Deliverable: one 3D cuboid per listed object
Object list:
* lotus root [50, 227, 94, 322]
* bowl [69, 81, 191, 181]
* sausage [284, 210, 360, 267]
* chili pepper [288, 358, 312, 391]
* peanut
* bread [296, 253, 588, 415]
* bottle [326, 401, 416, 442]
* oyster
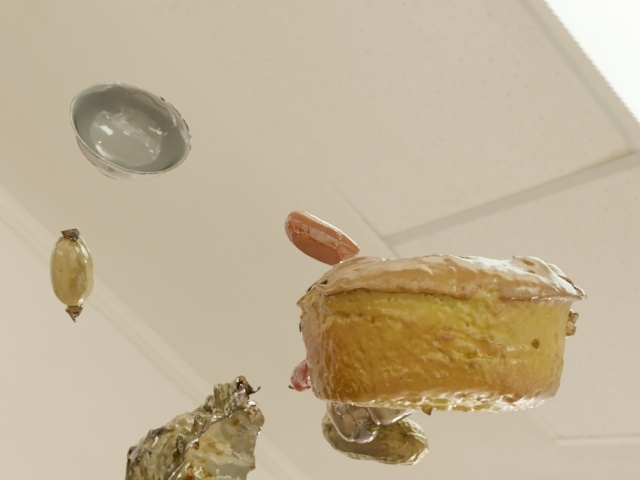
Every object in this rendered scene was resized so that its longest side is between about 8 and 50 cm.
[{"bbox_3d":[-0.388,0.051,1.377,0.062,0.073,0.150,1,-74,1],"label":"lotus root"},{"bbox_3d":[-0.300,-0.148,1.359,0.189,0.189,0.086,36,-47,0],"label":"bowl"},{"bbox_3d":[0.000,0.000,1.939,0.179,0.089,0.089,29,-32,-3],"label":"sausage"},{"bbox_3d":[-0.019,0.239,1.602,0.050,0.059,0.191,60,-30,17],"label":"chili pepper"},{"bbox_3d":[0.086,0.314,1.414,0.194,0.083,0.093,9,-63,35],"label":"peanut"},{"bbox_3d":[0.153,0.123,1.150,0.358,0.204,0.337,1,-3,-14],"label":"bread"},{"bbox_3d":[0.111,0.229,1.339,0.110,0.209,0.097,50,-10,54],"label":"bottle"},{"bbox_3d":[-0.166,0.314,1.013,0.133,0.337,0.198,2,-48,32],"label":"oyster"}]
